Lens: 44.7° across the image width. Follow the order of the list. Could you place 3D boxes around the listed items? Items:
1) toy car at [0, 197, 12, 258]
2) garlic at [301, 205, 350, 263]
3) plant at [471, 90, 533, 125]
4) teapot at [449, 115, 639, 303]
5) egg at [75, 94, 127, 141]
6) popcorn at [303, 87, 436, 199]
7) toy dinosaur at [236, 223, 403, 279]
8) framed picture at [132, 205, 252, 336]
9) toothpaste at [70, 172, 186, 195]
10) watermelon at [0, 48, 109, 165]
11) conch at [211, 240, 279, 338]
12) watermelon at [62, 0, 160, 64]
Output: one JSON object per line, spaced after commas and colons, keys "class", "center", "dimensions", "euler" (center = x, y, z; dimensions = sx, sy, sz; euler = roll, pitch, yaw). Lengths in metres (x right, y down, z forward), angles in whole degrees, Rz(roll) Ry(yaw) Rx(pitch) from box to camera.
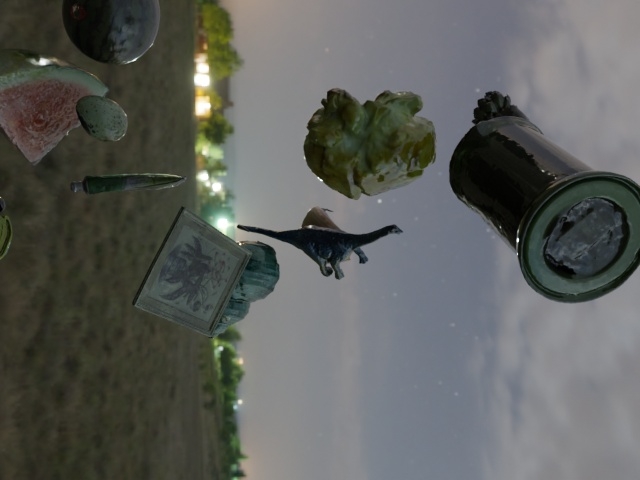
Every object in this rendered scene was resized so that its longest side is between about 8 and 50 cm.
{"class": "toy car", "center": [-0.840, -0.041, 1.787], "dimensions": [0.248, 0.142, 0.200], "euler": [56, 26, -37]}
{"class": "garlic", "center": [0.002, -0.028, 2.113], "dimensions": [0.206, 0.128, 0.115], "euler": [61, -4, 41]}
{"class": "plant", "center": [0.368, -0.237, 1.573], "dimensions": [0.143, 0.092, 0.094], "euler": [49, 2, 28]}
{"class": "teapot", "center": [0.353, -0.052, 1.229], "dimensions": [0.270, 0.200, 0.337], "euler": [43, 10, -27]}
{"class": "egg", "center": [-0.445, -0.248, 1.580], "dimensions": [0.085, 0.110, 0.085], "euler": [-46, -158, 25]}
{"class": "popcorn", "center": [0.082, -0.162, 1.302], "dimensions": [0.204, 0.221, 0.183], "euler": [-76, 162, -84]}
{"class": "toy dinosaur", "center": [0.007, 0.007, 1.625], "dimensions": [0.147, 0.363, 0.076], "euler": [68, 34, -47]}
{"class": "framed picture", "center": [-0.203, 0.058, 1.286], "dimensions": [0.173, 0.010, 0.231], "euler": [-65, 151, -7]}
{"class": "toothpaste", "center": [-0.420, -0.126, 1.715], "dimensions": [0.078, 0.248, 0.046], "euler": [157, -72, -77]}
{"class": "watermelon", "center": [-0.618, -0.302, 1.648], "dimensions": [0.232, 0.193, 0.310], "euler": [-43, 178, 36]}
{"class": "conch", "center": [-0.198, 0.100, 1.637], "dimensions": [0.134, 0.196, 0.202], "euler": [-19, 121, -59]}
{"class": "watermelon", "center": [-0.448, -0.482, 1.670], "dimensions": [0.212, 0.212, 0.212], "euler": [178, -90, -83]}
